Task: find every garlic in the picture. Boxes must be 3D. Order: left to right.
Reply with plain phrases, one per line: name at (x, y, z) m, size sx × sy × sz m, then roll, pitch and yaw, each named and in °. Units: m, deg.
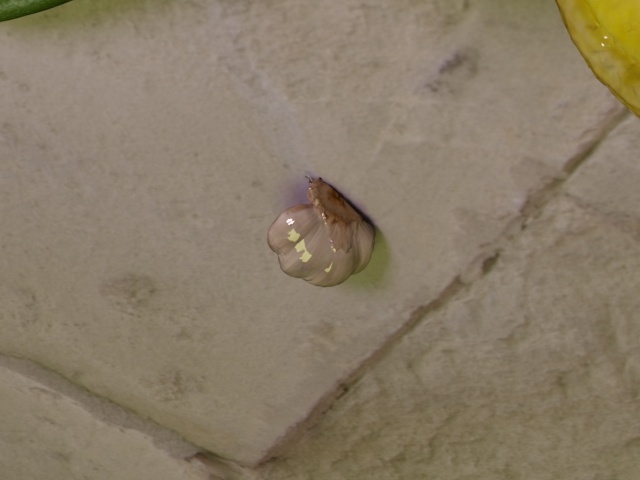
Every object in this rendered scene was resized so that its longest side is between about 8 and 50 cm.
garlic at (-0.002, 0.005, 1.481) m, size 0.113 × 0.074 × 0.094 m, roll 22°, pitch 133°, yaw -30°

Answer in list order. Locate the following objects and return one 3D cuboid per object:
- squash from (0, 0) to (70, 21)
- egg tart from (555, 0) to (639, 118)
squash at (-0.178, -0.244, 1.231) m, size 0.395 × 0.107 × 0.107 m, roll -10°, pitch 133°, yaw 30°
egg tart at (0.241, -0.238, 0.990) m, size 0.132 × 0.345 × 0.345 m, roll -18°, pitch 142°, yaw -16°
